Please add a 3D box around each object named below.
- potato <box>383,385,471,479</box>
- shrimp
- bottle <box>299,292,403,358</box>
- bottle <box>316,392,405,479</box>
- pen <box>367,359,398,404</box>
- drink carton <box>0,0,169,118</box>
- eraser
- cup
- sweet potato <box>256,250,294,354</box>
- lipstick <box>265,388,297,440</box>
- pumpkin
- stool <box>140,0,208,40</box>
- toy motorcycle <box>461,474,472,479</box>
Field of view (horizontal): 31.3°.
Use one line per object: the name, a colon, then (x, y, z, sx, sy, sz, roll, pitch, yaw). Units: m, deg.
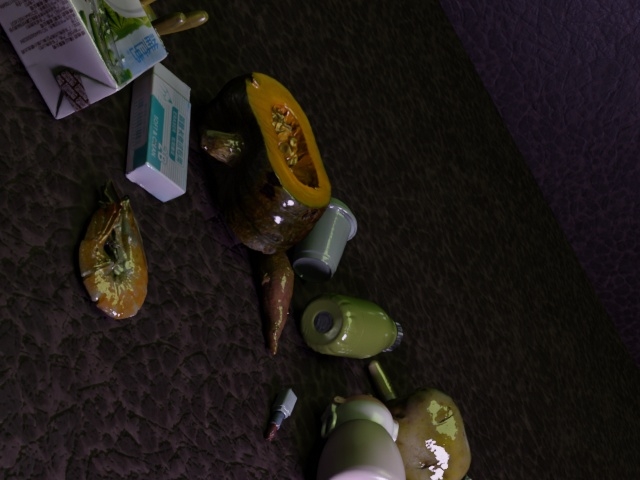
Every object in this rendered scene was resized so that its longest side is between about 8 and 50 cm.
potato: (0.195, 0.374, 2.139, 0.137, 0.154, 0.200, -37, 107, -58)
shrimp: (-0.295, 0.007, 1.615, 0.115, 0.051, 0.217, 26, 50, -51)
bottle: (0.068, 0.163, 2.113, 0.260, 0.112, 0.112, 17, 55, -59)
bottle: (0.068, 0.357, 1.935, 0.147, 0.147, 0.236, 52, 22, -28)
pen: (0.148, 0.337, 2.225, 0.040, 0.032, 0.233, -100, 165, -81)
drink carton: (-0.379, -0.365, 1.654, 0.325, 0.132, 0.194, 62, 26, -15)
eraser: (-0.258, -0.177, 1.827, 0.095, 0.052, 0.225, 39, 38, -42)
cup: (0.000, 0.000, 2.121, 0.120, 0.120, 0.141, 49, 40, -33)
sweet potato: (-0.074, 0.086, 1.958, 0.068, 0.068, 0.226, 32, 43, -50)
lipstick: (-0.068, 0.286, 1.853, 0.025, 0.025, 0.107, 56, 33, -22)
pumpkin: (-0.108, -0.141, 1.961, 0.221, 0.139, 0.317, 19, 49, -49)
stool: (-0.269, -0.389, 1.910, 0.134, 0.110, 0.135, 41, 35, -42)
toy motorcycle: (0.274, 0.573, 2.188, 0.223, 0.107, 0.340, 66, 19, 7)
